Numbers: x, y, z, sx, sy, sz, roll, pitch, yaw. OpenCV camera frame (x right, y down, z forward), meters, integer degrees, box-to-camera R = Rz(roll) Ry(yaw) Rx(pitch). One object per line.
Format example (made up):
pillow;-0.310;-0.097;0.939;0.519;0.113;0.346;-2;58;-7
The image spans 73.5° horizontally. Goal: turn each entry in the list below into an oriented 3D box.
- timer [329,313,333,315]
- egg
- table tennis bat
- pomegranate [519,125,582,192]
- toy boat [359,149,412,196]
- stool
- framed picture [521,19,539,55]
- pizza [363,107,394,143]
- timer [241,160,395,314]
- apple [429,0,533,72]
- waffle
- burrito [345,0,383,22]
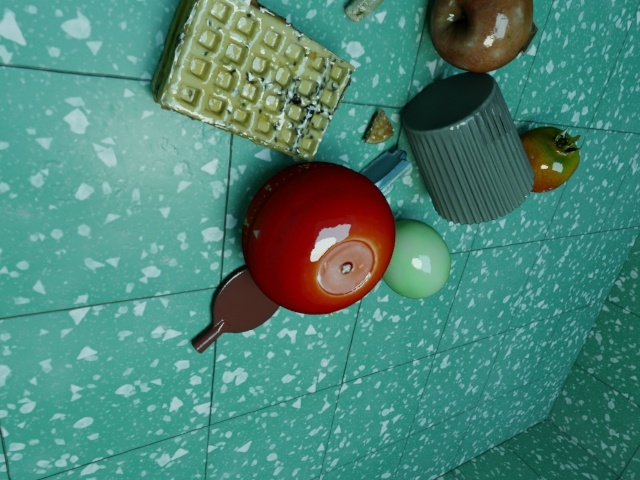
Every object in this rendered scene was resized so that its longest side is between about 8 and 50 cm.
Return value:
timer;-0.011;0.161;1.223;0.132;0.152;0.131;-16;123;-27
egg;0.285;0.058;1.322;0.220;0.220;0.269;-40;129;-9
table tennis bat;-0.221;0.187;1.171;0.310;0.038;0.200;-42;129;-8
pomegranate;0.761;-0.280;1.443;0.221;0.256;0.220;3;74;-11
toy boat;0.170;-0.159;1.213;0.215;0.088;0.102;-41;134;-10
stool;0.406;-0.257;1.195;0.297;0.297;0.330;-43;127;-7
framed picture;0.638;-0.628;1.322;0.066;0.007;0.089;22;102;-40
pizza;0.165;-0.302;1.172;0.099;0.029;0.100;10;112;-46
timer;0.000;0.000;1.047;0.378;0.279;0.377;-13;120;-23
apple;0.402;-0.544;1.054;0.254;0.253;0.253;-16;123;-27
waffle;-0.129;-0.332;0.894;0.376;0.114;0.260;16;105;-39
burrito;0.131;-0.574;0.982;0.188;0.045;0.058;-48;138;-5
